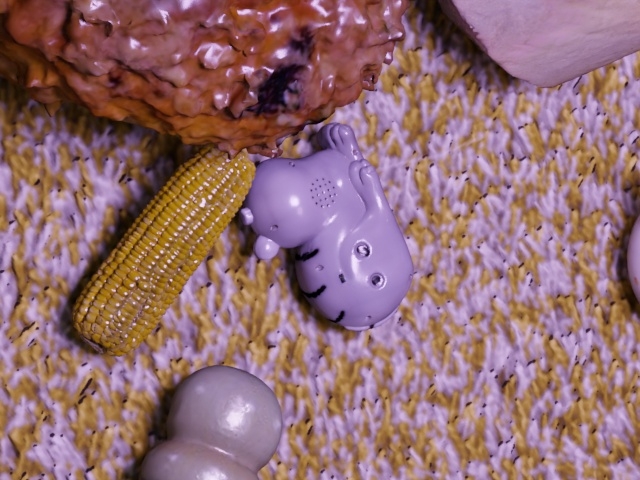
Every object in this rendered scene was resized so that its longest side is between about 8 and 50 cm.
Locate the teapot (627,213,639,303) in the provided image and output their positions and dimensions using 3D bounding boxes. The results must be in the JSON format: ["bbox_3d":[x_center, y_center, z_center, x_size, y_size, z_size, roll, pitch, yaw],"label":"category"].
[{"bbox_3d":[0.352,0.025,1.809,0.226,0.092,0.145,45,77,-15],"label":"teapot"}]

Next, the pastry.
[{"bbox_3d":[-0.086,-0.245,1.548,0.337,0.292,0.405,42,67,-20],"label":"pastry"}]

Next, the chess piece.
[{"bbox_3d":[-0.105,0.220,1.621,0.133,0.133,0.243,25,73,-18],"label":"chess piece"}]

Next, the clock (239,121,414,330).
[{"bbox_3d":[0.000,0.000,1.682,0.117,0.080,0.176,-25,96,-20],"label":"clock"}]

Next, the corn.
[{"bbox_3d":[-0.128,0.006,1.621,0.072,0.072,0.203,37,91,-16],"label":"corn"}]

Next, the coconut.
[{"bbox_3d":[0.201,-0.254,1.690,0.239,0.244,0.239,21,60,-42],"label":"coconut"}]
